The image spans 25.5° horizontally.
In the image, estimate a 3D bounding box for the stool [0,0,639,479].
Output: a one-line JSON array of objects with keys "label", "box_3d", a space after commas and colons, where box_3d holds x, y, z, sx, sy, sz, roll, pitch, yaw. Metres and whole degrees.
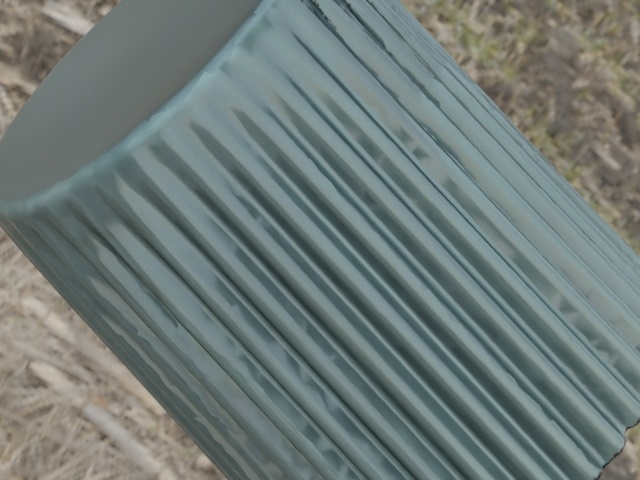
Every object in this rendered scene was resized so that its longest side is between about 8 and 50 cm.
[{"label": "stool", "box_3d": [0.000, 0.000, 0.854, 0.330, 0.297, 0.297, 48, 38, -24]}]
